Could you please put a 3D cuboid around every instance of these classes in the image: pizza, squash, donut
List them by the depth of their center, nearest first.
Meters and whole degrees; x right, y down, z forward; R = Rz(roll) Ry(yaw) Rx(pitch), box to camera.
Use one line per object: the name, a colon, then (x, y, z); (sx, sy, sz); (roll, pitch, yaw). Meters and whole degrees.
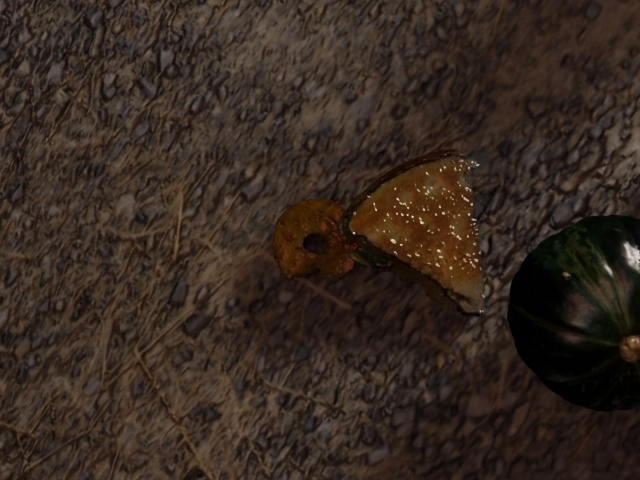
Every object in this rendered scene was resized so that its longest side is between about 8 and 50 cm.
squash: (0.303, 0.075, 1.482); (0.218, 0.218, 0.172); (-33, 37, 11)
pizza: (0.129, 0.004, 1.608); (0.185, 0.052, 0.195); (-30, 86, -7)
donut: (0.000, 0.000, 1.650); (0.108, 0.043, 0.097); (6, 88, 18)
